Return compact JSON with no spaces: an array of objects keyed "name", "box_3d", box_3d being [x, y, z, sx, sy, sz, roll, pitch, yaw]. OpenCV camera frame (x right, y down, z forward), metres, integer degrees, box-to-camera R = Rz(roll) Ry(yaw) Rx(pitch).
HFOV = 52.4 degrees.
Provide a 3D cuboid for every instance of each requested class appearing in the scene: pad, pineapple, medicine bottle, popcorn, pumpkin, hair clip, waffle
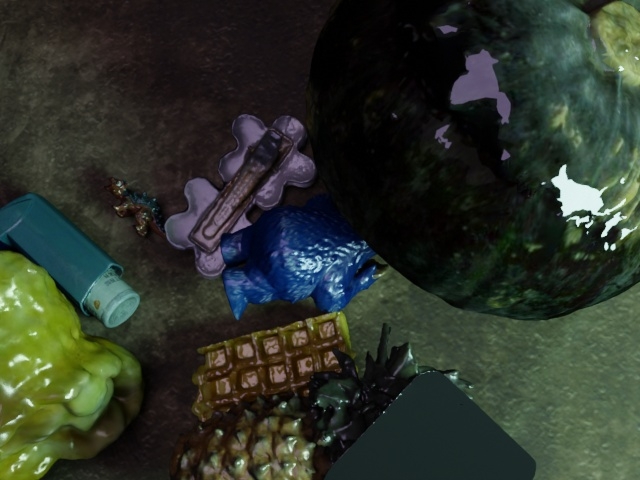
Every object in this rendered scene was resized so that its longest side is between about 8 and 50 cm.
[{"name":"pad","box_3d":[0.133,0.267,0.732,0.181,0.267,0.004,-46,31,-2]},{"name":"pineapple","box_3d":[0.008,0.215,0.729,0.341,0.169,0.169,-28,75,2]},{"name":"medicine bottle","box_3d":[-0.378,0.034,0.929,0.258,0.079,0.124,36,83,14]},{"name":"popcorn","box_3d":[-0.426,0.187,0.815,0.334,0.292,0.293,-27,63,10]},{"name":"pumpkin","box_3d":[0.202,-0.136,0.721,0.455,0.344,0.454,10,66,-22]},{"name":"hair clip","box_3d":[-0.107,-0.068,0.911,0.146,0.075,0.257,36,92,-3]},{"name":"waffle","box_3d":[-0.051,0.224,0.842,0.229,0.057,0.219,-17,76,4]}]

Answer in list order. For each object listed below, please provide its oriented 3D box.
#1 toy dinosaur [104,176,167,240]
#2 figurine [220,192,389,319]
[{"name":"toy dinosaur","box_3d":[-0.254,-0.038,0.939,0.154,0.049,0.055,39,71,4]},{"name":"figurine","box_3d":[-0.003,0.008,0.828,0.262,0.120,0.164,-24,67,-9]}]
